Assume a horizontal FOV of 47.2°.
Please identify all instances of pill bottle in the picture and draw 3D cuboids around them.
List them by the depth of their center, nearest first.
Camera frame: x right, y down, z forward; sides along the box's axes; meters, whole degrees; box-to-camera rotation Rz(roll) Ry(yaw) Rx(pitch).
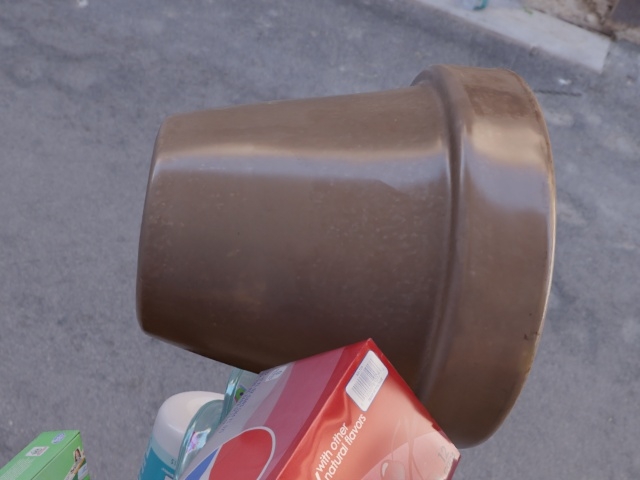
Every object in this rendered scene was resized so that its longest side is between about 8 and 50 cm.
[{"bbox_3d":[-0.147,0.318,0.834,0.146,0.264,0.146,18,8,-3],"label":"pill bottle"}]

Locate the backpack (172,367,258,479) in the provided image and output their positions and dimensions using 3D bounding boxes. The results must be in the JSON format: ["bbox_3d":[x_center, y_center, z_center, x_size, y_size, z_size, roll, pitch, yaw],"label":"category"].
[{"bbox_3d":[-0.035,0.196,0.645,0.144,0.166,0.188,2,62,36],"label":"backpack"}]

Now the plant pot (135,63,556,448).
[{"bbox_3d":[0.000,0.000,0.501,0.229,0.263,0.263,7,46,-8],"label":"plant pot"}]

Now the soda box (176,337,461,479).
[{"bbox_3d":[-0.042,0.160,0.292,0.083,0.092,0.263,53,44,-12],"label":"soda box"}]

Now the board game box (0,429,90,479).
[{"bbox_3d":[-0.274,0.329,0.601,0.046,0.213,0.317,-6,13,14],"label":"board game box"}]
